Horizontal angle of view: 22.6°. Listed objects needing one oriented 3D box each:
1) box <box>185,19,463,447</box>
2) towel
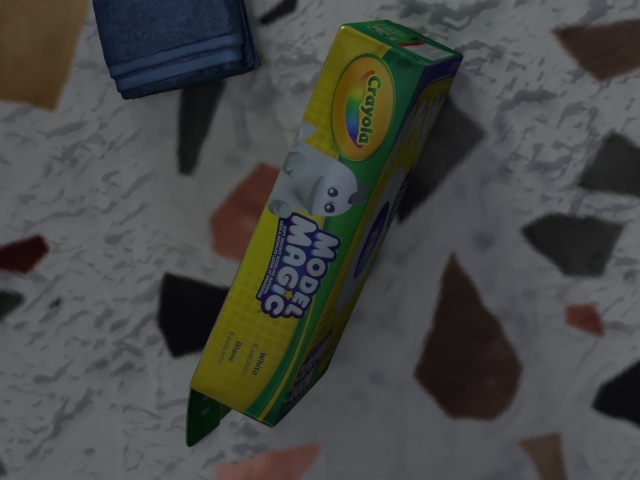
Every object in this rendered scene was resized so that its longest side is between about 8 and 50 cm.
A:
[{"bbox_3d":[0.000,0.000,0.654,0.043,0.105,0.179,27,104,7],"label":"box"},{"bbox_3d":[-0.071,-0.124,0.688,0.067,0.029,0.120,-12,97,13],"label":"towel"}]
